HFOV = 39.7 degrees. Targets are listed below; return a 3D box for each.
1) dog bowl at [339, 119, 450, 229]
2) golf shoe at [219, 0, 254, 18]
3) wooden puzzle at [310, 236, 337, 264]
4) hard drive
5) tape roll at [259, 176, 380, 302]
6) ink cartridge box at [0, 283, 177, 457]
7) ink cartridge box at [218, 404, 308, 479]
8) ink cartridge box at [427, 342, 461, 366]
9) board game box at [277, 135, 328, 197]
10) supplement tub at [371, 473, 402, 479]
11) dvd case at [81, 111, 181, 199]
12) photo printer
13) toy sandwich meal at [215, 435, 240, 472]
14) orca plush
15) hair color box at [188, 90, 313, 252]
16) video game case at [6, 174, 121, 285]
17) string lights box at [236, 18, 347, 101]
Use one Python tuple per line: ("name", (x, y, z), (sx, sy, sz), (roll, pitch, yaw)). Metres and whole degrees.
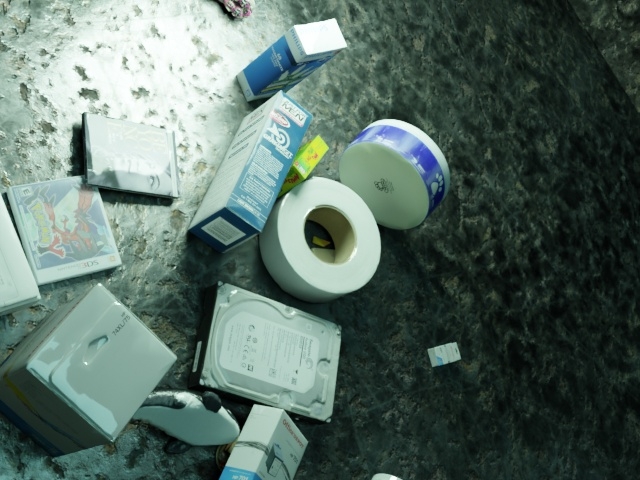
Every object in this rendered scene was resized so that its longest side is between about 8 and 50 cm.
("dog bowl", (0.180, -0.160, 2.191), (0.265, 0.265, 0.104), (52, 53, -10))
("golf shoe", (-0.242, -0.623, 2.180), (0.186, 0.067, 0.086), (39, 28, -19))
("wooden puzzle", (0.010, 0.052, 2.148), (0.078, 0.014, 0.116), (11, 66, -29))
("hard drive", (-0.111, 0.252, 1.950), (0.338, 0.064, 0.237), (24, 61, -29))
("tape roll", (0.000, 0.000, 2.090), (0.286, 0.100, 0.286), (11, 67, -28))
("ink cartridge box", (-0.433, 0.237, 1.574), (0.197, 0.270, 0.198), (47, 52, -14))
("ink cartridge box", (-0.116, 0.458, 1.828), (0.140, 0.082, 0.191), (59, 45, -41))
("ink cartridge box", (0.319, 0.294, 2.283), (0.083, 0.028, 0.048), (-7, 78, -38))
("board game box", (-0.052, -0.177, 2.098), (0.043, 0.092, 0.181), (51, 32, -12))
("supplement tub", (0.126, 0.628, 1.938), (0.144, 0.144, 0.200), (46, 52, -15))
("dvd case", (-0.403, -0.180, 1.900), (0.221, 0.018, 0.165), (8, 66, -40))
("photo printer", (-0.673, 0.007, 1.583), (0.256, 0.107, 0.308), (-21, 86, -40))
("toy sandwich meal", (-0.178, 0.449, 1.847), (0.085, 0.029, 0.086), (14, 66, -33))
("orca plush", (-0.301, 0.341, 1.781), (0.287, 0.102, 0.151), (5, 115, -28))
("hair color box", (-0.153, -0.155, 1.994), (0.105, 0.174, 0.347), (36, 56, -22))
("video game case", (-0.510, -0.025, 1.774), (0.183, 0.023, 0.201), (-15, 83, -40))
("string lights box", (-0.073, -0.425, 2.099), (0.133, 0.259, 0.077), (-21, 87, -39))
